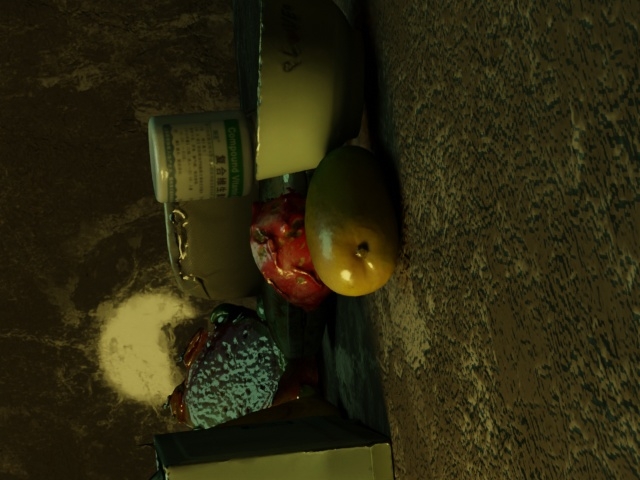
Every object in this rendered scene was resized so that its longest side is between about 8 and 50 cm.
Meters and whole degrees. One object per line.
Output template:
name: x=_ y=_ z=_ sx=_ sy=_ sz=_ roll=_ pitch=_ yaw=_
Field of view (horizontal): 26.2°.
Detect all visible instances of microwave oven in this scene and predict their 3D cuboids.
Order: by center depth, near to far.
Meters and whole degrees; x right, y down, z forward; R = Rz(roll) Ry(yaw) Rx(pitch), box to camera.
microwave oven: x=-0.063 y=0.341 z=1.652 sx=0.355 sy=0.286 sz=0.219 roll=166 pitch=98 yaw=-80

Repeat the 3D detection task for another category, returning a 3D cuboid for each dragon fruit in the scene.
dragon fruit: x=0.000 y=0.000 z=1.654 sx=0.111 sy=0.153 sz=0.153 roll=-28 pitch=59 yaw=38
dragon fruit: x=-0.115 y=0.227 z=2.244 sx=0.295 sy=0.130 sz=0.268 roll=-56 pitch=47 yaw=12

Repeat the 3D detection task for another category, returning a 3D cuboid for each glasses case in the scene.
glasses case: x=-0.035 y=-0.004 z=1.908 sx=0.425 sy=0.098 sz=0.157 roll=92 pitch=166 yaw=-47

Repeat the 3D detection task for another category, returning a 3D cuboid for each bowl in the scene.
bowl: x=-0.013 y=-0.166 z=1.449 sx=0.211 sy=0.112 sz=0.212 roll=-177 pitch=90 yaw=-85

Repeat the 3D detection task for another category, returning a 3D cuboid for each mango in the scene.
mango: x=0.031 y=-0.024 z=1.364 sx=0.195 sy=0.091 sz=0.130 roll=-87 pitch=-8 yaw=-68

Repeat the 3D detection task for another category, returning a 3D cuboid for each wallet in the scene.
wallet: x=-0.141 y=-0.050 z=2.281 sx=0.068 sy=0.274 sz=0.336 roll=11 pitch=109 yaw=48

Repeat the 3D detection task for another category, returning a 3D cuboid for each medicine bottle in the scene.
medicine bottle: x=-0.143 y=-0.133 z=2.122 sx=0.139 sy=0.236 sz=0.139 roll=176 pitch=90 yaw=-79

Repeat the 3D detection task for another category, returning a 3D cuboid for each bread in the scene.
bread: x=-0.079 y=0.304 z=1.938 sx=0.174 sy=0.245 sz=0.121 roll=-156 pitch=51 yaw=-84
